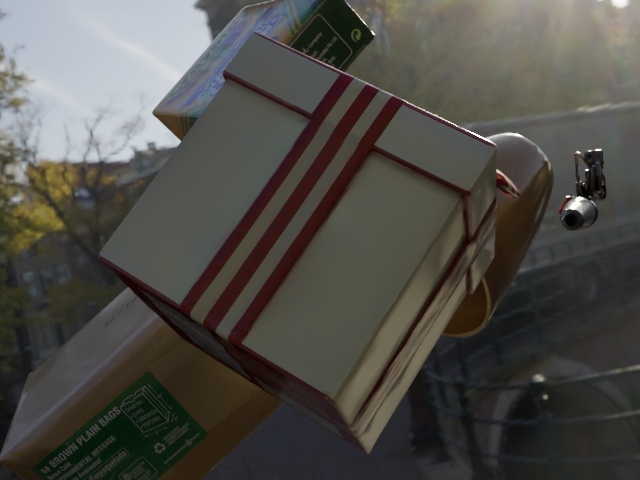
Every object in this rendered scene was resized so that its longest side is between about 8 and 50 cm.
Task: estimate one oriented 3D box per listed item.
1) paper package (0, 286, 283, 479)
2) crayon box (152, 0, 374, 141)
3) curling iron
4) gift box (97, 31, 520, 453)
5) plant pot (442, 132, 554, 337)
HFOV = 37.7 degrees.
[{"bbox_3d":[-0.175,0.144,1.072,0.325,0.168,0.309,-41,13,-2],"label":"paper package"},{"bbox_3d":[-0.093,-0.206,1.188,0.203,0.083,0.323,-51,25,-11],"label":"crayon box"},{"bbox_3d":[0.242,-0.039,0.881,0.035,0.068,0.274,-2,10,21],"label":"curling iron"},{"bbox_3d":[0.000,0.000,0.809,0.255,0.258,0.276,30,-13,15],"label":"gift box"},{"bbox_3d":[0.207,-0.035,1.315,0.254,0.237,0.237,-42,13,-30],"label":"plant pot"}]
